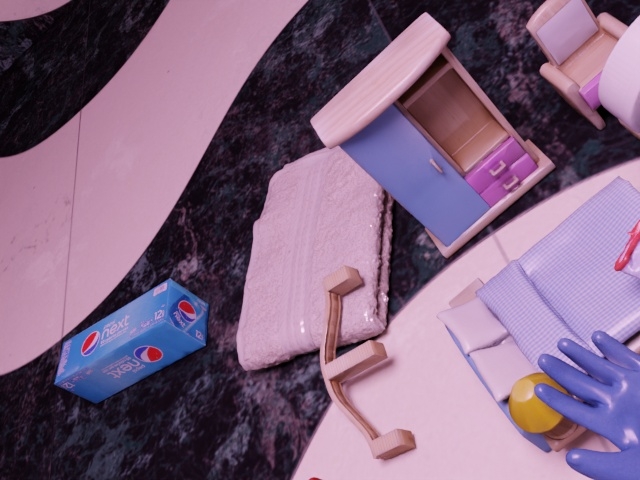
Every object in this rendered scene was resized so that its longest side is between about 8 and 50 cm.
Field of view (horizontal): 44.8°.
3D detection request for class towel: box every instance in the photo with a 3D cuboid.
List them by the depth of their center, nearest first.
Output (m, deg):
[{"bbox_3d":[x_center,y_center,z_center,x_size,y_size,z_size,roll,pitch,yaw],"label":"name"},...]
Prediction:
[{"bbox_3d":[0.000,0.000,0.874,0.187,0.049,0.282,-22,46,34],"label":"towel"}]

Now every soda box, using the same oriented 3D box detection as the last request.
[{"bbox_3d":[-0.243,0.133,0.996,0.210,0.071,0.067,-29,42,27],"label":"soda box"}]

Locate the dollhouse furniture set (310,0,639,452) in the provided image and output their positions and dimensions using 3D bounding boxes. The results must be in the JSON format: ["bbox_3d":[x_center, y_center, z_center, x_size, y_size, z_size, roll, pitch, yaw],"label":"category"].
[{"bbox_3d":[0.178,-0.045,0.603,0.286,0.198,0.303,-42,38,12],"label":"dollhouse furniture set"}]

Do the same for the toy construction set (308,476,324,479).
[{"bbox_3d":[-0.011,0.334,0.498,0.237,0.258,0.309,-62,16,7],"label":"toy construction set"}]

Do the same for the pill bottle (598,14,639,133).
[{"bbox_3d":[0.298,-0.068,0.505,0.121,0.121,0.221,-45,57,8],"label":"pill bottle"}]

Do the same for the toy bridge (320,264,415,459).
[{"bbox_3d":[0.031,0.114,0.726,0.063,0.026,0.188,-35,56,27],"label":"toy bridge"}]

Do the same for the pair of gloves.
[{"bbox_3d":[0.239,0.082,0.504,0.159,0.023,0.198,33,76,20],"label":"pair of gloves"}]
